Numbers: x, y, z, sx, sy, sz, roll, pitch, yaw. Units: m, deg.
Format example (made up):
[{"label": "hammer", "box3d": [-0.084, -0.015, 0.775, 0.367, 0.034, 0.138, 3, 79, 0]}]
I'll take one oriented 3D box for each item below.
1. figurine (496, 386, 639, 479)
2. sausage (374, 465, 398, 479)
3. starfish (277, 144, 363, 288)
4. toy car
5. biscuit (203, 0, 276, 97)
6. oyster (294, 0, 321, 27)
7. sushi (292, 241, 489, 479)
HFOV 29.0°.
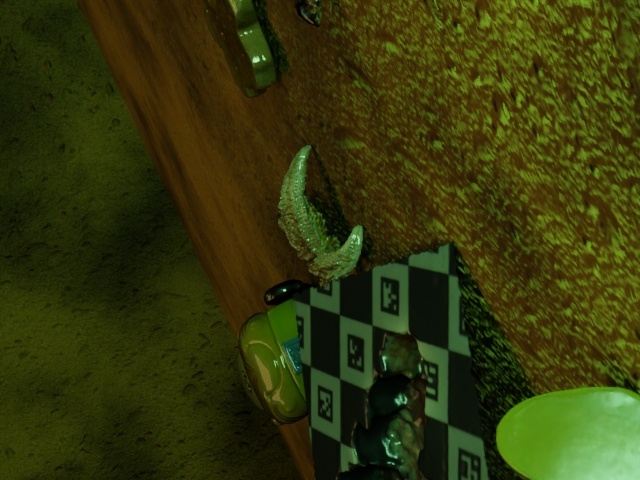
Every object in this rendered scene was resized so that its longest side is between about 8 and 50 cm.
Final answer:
[{"label": "figurine", "box3d": [0.215, 0.285, 0.862, 0.283, 0.204, 0.338, 50, 177, 27]}, {"label": "sausage", "box3d": [0.083, 0.201, 1.289, 0.241, 0.120, 0.136, 59, 162, 21]}, {"label": "starfish", "box3d": [-0.001, 0.001, 1.376, 0.216, 0.071, 0.238, 60, 165, -17]}, {"label": "toy car", "box3d": [-0.041, 0.169, 1.693, 0.200, 0.142, 0.248, 65, -173, 11]}, {"label": "biscuit", "box3d": [-0.100, -0.258, 1.273, 0.225, 0.036, 0.166, 66, 169, -2]}, {"label": "oyster", "box3d": [-0.030, -0.236, 0.985, 0.132, 0.029, 0.086, 58, 169, 34]}, {"label": "sushi", "box3d": [0.089, 0.191, 1.122, 0.320, 0.068, 0.339, -23, 73, 62]}]
